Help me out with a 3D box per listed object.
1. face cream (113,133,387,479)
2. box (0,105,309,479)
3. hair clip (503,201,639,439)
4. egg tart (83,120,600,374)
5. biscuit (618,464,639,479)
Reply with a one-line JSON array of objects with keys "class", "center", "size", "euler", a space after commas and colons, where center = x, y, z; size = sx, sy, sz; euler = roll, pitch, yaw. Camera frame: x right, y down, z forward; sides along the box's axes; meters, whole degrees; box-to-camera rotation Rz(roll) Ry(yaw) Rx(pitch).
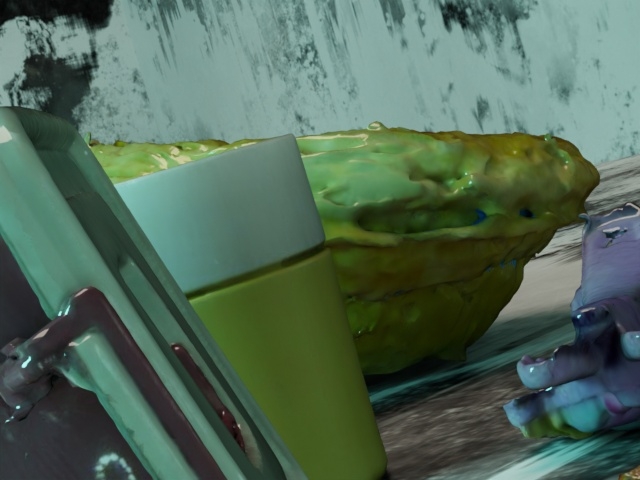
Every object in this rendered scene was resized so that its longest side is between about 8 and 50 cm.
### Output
[{"class": "face cream", "center": [-0.092, 0.061, 1.010], "size": [0.218, 0.179, 0.218], "euler": [-16, 3, 1]}, {"class": "box", "center": [-0.103, 0.080, 0.615], "size": [0.167, 0.193, 0.294], "euler": [-35, 4, -1]}, {"class": "hair clip", "center": [0.159, 0.046, 0.973], "size": [0.137, 0.090, 0.278], "euler": [-15, 8, 14]}, {"class": "egg tart", "center": [0.000, 0.000, 1.390], "size": [0.387, 0.169, 0.388], "euler": [-1, 4, 0]}, {"class": "biscuit", "center": [0.116, 0.099, 0.723], "size": [0.292, 0.026, 0.048], "euler": [-19, 10, -35]}]
